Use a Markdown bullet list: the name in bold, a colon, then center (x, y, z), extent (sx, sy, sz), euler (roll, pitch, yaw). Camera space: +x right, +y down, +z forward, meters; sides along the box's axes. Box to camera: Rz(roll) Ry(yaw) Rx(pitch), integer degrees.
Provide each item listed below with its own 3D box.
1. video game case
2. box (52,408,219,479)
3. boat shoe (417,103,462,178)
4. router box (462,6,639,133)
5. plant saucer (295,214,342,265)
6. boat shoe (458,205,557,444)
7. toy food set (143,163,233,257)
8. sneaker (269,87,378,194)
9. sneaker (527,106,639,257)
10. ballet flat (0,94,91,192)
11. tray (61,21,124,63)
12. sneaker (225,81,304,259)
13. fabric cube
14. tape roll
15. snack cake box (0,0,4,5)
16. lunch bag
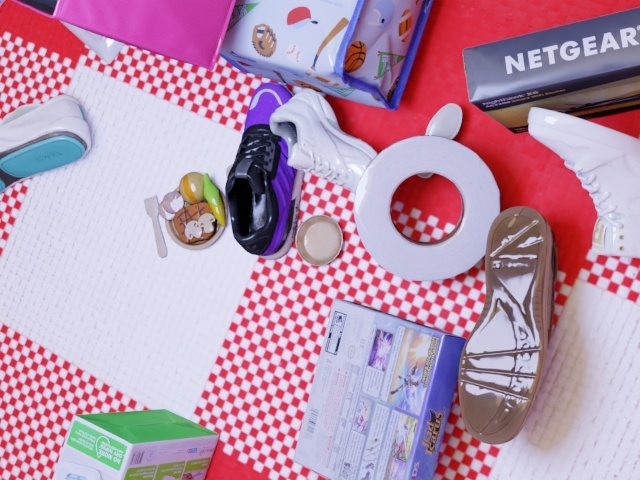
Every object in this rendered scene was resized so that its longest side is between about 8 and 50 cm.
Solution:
- **video game case**: center (0.086, 0.245, 1.714), extent (0.244, 0.061, 0.269), euler (16, 92, 49)
- **box**: center (-0.304, 0.401, 1.810), extent (0.127, 0.262, 0.231), euler (21, 94, 25)
- **boat shoe**: center (0.184, -0.154, 1.770), extent (0.046, 0.038, 0.125), euler (22, 95, 5)
- **router box**: center (0.381, -0.235, 1.578), extent (0.309, 0.243, 0.081), euler (-10, 80, 24)
- **plant saucer**: center (0.000, 0.000, 1.849), extent (0.083, 0.015, 0.083), euler (-2, 84, 23)
- **boat shoe**: center (0.287, 0.128, 1.646), extent (0.123, 0.123, 0.342), euler (1, 77, 31)
- **toy food set**: center (-0.219, -0.050, 1.940), extent (0.192, 0.038, 0.132), euler (-20, 77, 21)
- **sneaker**: center (0.005, -0.128, 1.788), extent (0.232, 0.115, 0.090), euler (46, 146, 15)
- **sneaker**: center (0.397, -0.065, 1.575), extent (0.292, 0.108, 0.169), euler (22, 98, -8)
- **ballet flat**: center (-0.596, -0.163, 2.088), extent (0.400, 0.139, 0.139), euler (-18, 77, 17)
- **tray**: center (-0.438, -0.457, 2.086), extent (0.270, 0.030, 0.145), euler (42, 103, 22)
- **sneaker**: center (-0.094, -0.119, 1.832), extent (0.102, 0.146, 0.293), euler (-1, 85, 24)
- **fabric cube**: center (-0.277, -0.426, 1.669), extent (0.254, 0.258, 0.259), euler (31, 105, 55)
- **tape roll**: center (0.160, -0.049, 1.708), extent (0.219, 0.072, 0.219), euler (0, 95, 5)
- **snack cake box**: center (-0.642, -0.513, 2.118), extent (0.264, 0.152, 0.089), euler (-48, 69, 13)
- **lunch bag**: center (0.008, -0.439, 1.768), extent (0.328, 0.239, 0.385), euler (20, 89, 31)
